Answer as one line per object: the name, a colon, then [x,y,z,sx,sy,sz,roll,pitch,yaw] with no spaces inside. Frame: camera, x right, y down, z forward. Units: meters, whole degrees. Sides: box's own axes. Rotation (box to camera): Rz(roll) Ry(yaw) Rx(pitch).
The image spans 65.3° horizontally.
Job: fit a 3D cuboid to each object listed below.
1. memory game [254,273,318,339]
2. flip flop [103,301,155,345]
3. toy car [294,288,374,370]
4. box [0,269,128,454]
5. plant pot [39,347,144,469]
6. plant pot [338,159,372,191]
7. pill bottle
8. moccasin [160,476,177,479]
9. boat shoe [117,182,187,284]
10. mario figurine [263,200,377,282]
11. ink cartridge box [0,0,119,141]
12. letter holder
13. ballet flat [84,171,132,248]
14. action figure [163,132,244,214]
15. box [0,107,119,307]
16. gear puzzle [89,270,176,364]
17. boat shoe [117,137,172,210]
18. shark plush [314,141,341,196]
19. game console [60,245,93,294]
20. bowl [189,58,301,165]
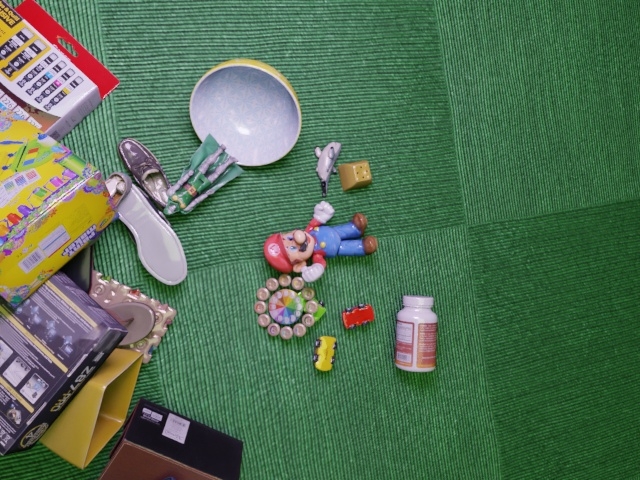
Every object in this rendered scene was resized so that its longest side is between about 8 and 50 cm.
memory game: [-0.097,0.185,1.400,0.187,0.012,0.186,0,89,9]
flip flop: [-0.551,0.206,1.226,0.278,0.080,0.112,4,88,-13]
toy car: [0.010,0.226,1.450,0.225,0.053,0.239,45,77,-11]
box: [-0.670,0.198,1.077,0.395,0.097,0.318,35,83,14]
plant pot: [-0.575,0.368,1.187,0.187,0.212,0.212,18,99,0]
plant pot: [0.109,-0.195,1.468,0.082,0.083,0.081,-14,93,-17]
pill bottle: [0.288,0.276,1.497,0.121,0.121,0.215,4,88,-17]
moccasin: [-0.475,0.628,1.159,0.342,0.137,0.116,-20,110,-9]
boat shoe: [-0.439,-0.025,1.298,0.115,0.091,0.302,-27,97,-5]
mario figurine: [0.000,0.000,1.380,0.321,0.198,0.169,-12,114,-21]
ink cartridge box: [-0.701,-0.422,1.206,0.309,0.130,0.271,43,77,-12]
letter holder: [-0.386,0.582,1.277,0.302,0.152,0.214,30,108,-14]
ballet flat: [-0.533,-0.076,1.197,0.072,0.068,0.213,34,85,-7]
action figure: [-0.318,-0.149,1.296,0.232,0.063,0.137,-48,114,-12]
box: [-0.643,-0.074,1.037,0.279,0.177,0.290,33,61,13]
gear puzzle: [-0.562,0.180,1.290,0.339,0.044,0.175,29,83,-11]
boat shoe: [-0.446,-0.175,1.307,0.080,0.073,0.223,-36,101,-16]
shark plush: [0.030,-0.210,1.463,0.067,0.073,0.161,6,82,-47]
game console: [-0.754,-0.031,1.203,0.387,0.060,0.341,1,84,-13]
bowl: [-0.188,-0.360,1.328,0.290,0.289,0.156,21,40,-15]
